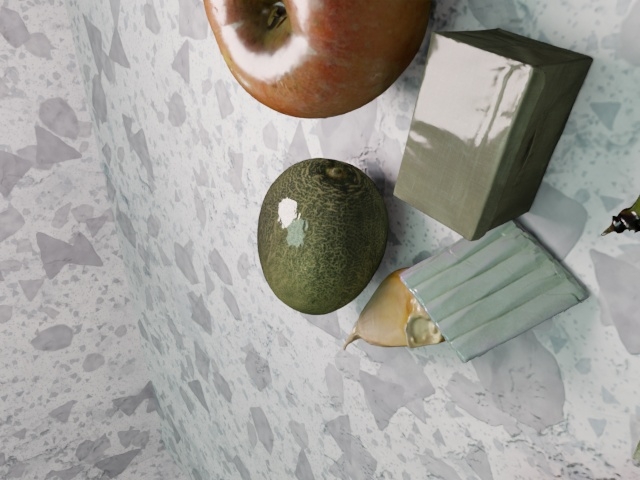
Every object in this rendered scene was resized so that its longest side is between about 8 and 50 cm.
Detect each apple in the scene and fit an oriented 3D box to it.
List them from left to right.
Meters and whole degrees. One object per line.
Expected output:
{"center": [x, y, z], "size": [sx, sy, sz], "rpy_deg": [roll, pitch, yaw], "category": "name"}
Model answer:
{"center": [0.006, -0.355, 0.735], "size": [0.338, 0.305, 0.338], "rpy_deg": [21, 128, 30], "category": "apple"}

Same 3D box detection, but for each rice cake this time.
{"center": [0.248, 0.068, 0.740], "size": [0.198, 0.037, 0.189], "rpy_deg": [-38, 70, 6], "category": "rice cake"}

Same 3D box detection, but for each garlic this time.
{"center": [0.147, 0.136, 0.892], "size": [0.145, 0.164, 0.245], "rpy_deg": [52, 150, -4], "category": "garlic"}

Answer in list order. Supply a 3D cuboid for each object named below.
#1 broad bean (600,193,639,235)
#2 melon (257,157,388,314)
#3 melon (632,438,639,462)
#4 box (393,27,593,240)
{"center": [0.436, -0.084, 0.497], "size": [0.077, 0.061, 0.339], "rpy_deg": [58, 144, 4], "category": "broad bean"}
{"center": [0.000, 0.000, 0.949], "size": [0.248, 0.249, 0.329], "rpy_deg": [44, 142, 31], "category": "melon"}
{"center": [0.468, 0.226, 0.615], "size": [0.098, 0.054, 0.182], "rpy_deg": [23, 125, 38], "category": "melon"}
{"center": [0.222, -0.146, 0.670], "size": [0.155, 0.149, 0.231], "rpy_deg": [37, 133, 37], "category": "box"}
